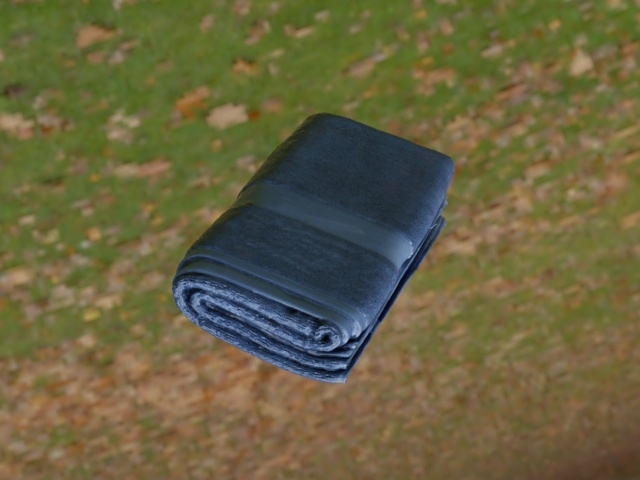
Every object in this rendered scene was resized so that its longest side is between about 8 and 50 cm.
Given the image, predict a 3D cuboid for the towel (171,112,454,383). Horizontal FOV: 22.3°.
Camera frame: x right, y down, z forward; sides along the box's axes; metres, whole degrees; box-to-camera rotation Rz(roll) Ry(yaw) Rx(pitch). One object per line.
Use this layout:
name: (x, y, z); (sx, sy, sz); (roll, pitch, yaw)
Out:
towel: (0.000, 0.000, 0.554); (0.119, 0.067, 0.029); (-54, 164, -51)
